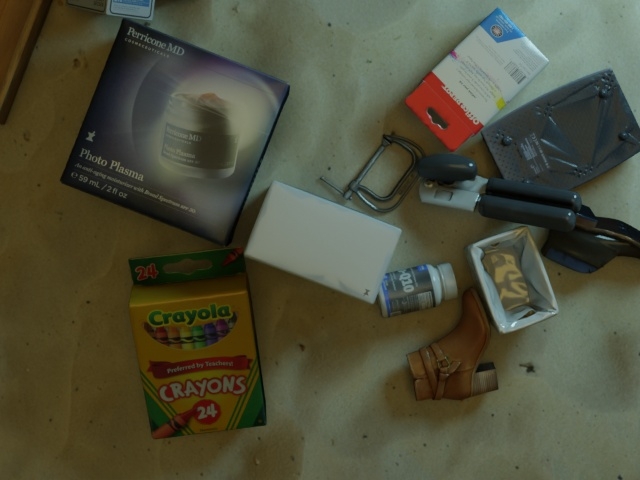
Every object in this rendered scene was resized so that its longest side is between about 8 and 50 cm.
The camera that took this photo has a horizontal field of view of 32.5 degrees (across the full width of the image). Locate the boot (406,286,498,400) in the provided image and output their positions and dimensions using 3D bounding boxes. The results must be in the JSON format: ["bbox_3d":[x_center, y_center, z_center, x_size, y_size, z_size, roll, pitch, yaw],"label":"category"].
[{"bbox_3d":[0.225,0.187,1.937,0.153,0.073,0.197,-9,90,3],"label":"boot"}]

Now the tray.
[{"bbox_3d":[-0.570,-0.427,1.883,0.203,0.076,0.410,22,91,-2],"label":"tray"}]

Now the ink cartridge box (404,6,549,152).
[{"bbox_3d":[0.266,-0.274,1.911,0.231,0.078,0.134,-44,92,1],"label":"ink cartridge box"}]

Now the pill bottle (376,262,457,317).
[{"bbox_3d":[0.167,0.085,1.925,0.137,0.078,0.078,-13,93,-2],"label":"pill bottle"}]

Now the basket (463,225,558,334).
[{"bbox_3d":[0.328,0.066,1.917,0.113,0.103,0.167,-20,94,-1],"label":"basket"}]

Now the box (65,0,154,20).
[{"bbox_3d":[-0.334,-0.519,1.809,0.087,0.169,0.289,-1,104,-37],"label":"box"}]

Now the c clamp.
[{"bbox_3d":[0.103,-0.124,1.942,0.137,0.022,0.160,42,91,-3],"label":"c clamp"}]

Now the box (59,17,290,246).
[{"bbox_3d":[-0.239,-0.179,1.851,0.296,0.183,0.294,21,91,-3],"label":"box"}]

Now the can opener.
[{"bbox_3d":[0.297,-0.085,1.870,0.284,0.095,0.076,12,60,24],"label":"can opener"}]

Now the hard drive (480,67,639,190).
[{"bbox_3d":[0.424,-0.178,1.932,0.255,0.054,0.172,-27,93,1],"label":"hard drive"}]

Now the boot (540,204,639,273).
[{"bbox_3d":[0.500,0.015,1.948,0.219,0.082,0.106,24,114,-7],"label":"boot"}]

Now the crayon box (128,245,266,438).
[{"bbox_3d":[-0.209,0.176,1.864,0.202,0.081,0.318,-7,113,-1],"label":"crayon box"}]

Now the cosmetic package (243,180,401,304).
[{"bbox_3d":[0.000,0.000,1.843,0.224,0.224,0.138,21,92,-3],"label":"cosmetic package"}]
